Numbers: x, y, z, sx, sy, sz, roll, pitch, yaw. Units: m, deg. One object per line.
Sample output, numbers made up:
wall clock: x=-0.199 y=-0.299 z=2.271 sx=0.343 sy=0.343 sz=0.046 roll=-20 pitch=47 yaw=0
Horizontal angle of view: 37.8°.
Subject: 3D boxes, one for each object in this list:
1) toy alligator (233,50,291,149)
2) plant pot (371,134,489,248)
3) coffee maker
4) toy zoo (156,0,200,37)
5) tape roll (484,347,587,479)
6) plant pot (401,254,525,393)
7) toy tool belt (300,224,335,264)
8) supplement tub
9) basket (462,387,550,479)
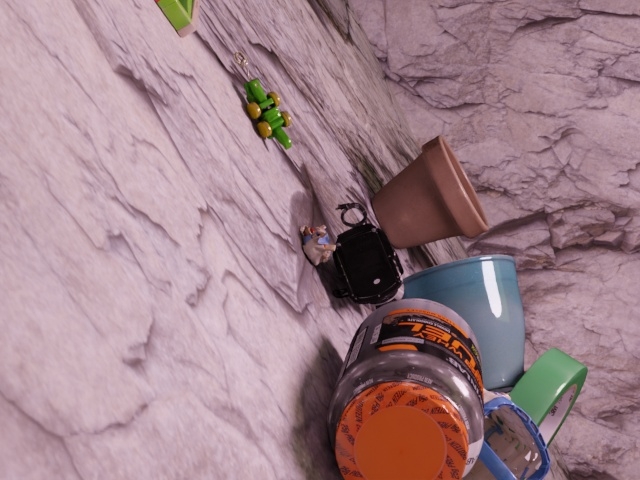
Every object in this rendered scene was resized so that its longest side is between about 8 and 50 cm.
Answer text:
toy alligator: x=-0.108 y=-0.242 z=1.644 sx=0.190 sy=0.056 sz=0.051 roll=60 pitch=-28 yaw=-5
plant pot: x=0.256 y=-0.094 z=2.300 sx=0.263 sy=0.229 sz=0.263 roll=57 pitch=15 yaw=-25
coffee maker: x=0.089 y=0.033 z=1.638 sx=0.178 sy=0.120 sz=0.171 roll=48 pitch=44 yaw=-79
toy zoo: x=-0.285 y=-0.479 z=1.473 sx=0.293 sy=0.030 sz=0.192 roll=54 pitch=17 yaw=-32
tape roll: x=0.416 y=0.368 z=1.868 sx=0.077 sy=0.321 sz=0.321 roll=32 pitch=0 yaw=25
plant pot: x=0.298 y=0.193 z=1.896 sx=0.271 sy=0.271 sz=0.255 roll=29 pitch=44 yaw=-66
toy tool belt: x=0.000 y=0.000 z=1.575 sx=0.052 sy=0.051 sz=0.083 roll=53 pitch=17 yaw=-36
supplement tub: x=0.122 y=0.220 z=1.293 sx=0.207 sy=0.207 sz=0.338 roll=61 pitch=14 yaw=-8
basket: x=0.288 y=0.376 z=1.571 sx=0.255 sy=0.201 sz=0.289 roll=54 pitch=0 yaw=-37
